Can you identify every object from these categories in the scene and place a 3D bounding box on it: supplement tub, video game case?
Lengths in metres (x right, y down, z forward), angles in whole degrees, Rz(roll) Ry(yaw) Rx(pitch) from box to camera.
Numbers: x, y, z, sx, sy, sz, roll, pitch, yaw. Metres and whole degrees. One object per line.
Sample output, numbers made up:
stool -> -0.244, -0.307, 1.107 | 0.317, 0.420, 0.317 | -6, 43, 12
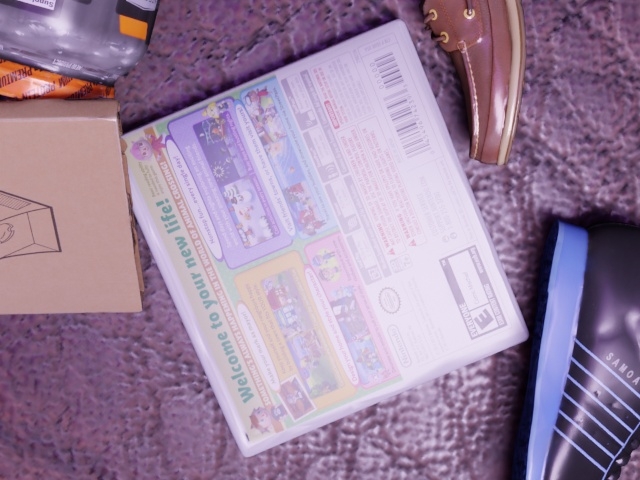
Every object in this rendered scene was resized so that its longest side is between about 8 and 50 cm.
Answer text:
supplement tub -> -0.138, -0.170, 0.690 | 0.117, 0.117, 0.190 | 15, 97, -4
video game case -> 0.000, 0.000, 0.765 | 0.193, 0.023, 0.212 | -23, 98, 0

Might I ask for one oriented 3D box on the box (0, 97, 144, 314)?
box -> -0.205, -0.013, 0.705 | 0.201, 0.021, 0.164 | -2, 139, -3

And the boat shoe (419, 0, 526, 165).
boat shoe -> 0.088, -0.132, 0.735 | 0.060, 0.064, 0.178 | -2, 91, 3

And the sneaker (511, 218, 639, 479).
sneaker -> 0.168, 0.105, 0.756 | 0.090, 0.081, 0.232 | 8, 96, 4
